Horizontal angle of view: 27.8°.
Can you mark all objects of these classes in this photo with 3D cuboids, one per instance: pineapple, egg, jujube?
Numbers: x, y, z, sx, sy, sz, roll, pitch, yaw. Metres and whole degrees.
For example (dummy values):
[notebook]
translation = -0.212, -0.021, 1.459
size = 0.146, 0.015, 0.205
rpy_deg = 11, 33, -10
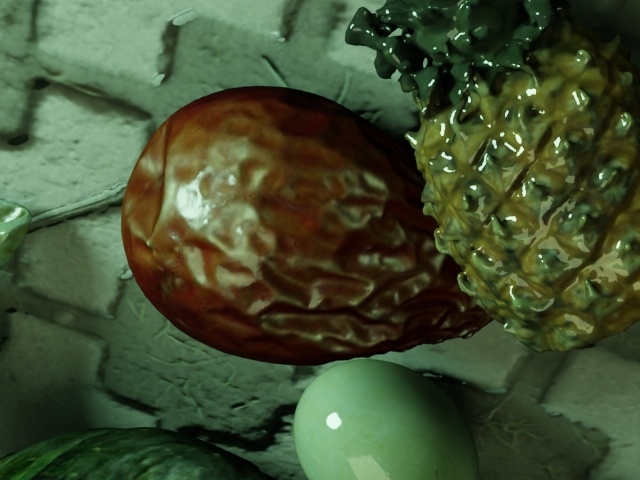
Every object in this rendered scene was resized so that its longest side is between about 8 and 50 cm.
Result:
[pineapple]
translation = 0.090, -0.081, 0.684
size = 0.158, 0.158, 0.279
rpy_deg = -26, 108, 33
[egg]
translation = 0.049, 0.149, 0.923
size = 0.114, 0.114, 0.152
rpy_deg = -31, 117, 36
[jujube]
translation = 0.000, 0.000, 0.783
size = 0.236, 0.168, 0.168
rpy_deg = 17, 137, -23

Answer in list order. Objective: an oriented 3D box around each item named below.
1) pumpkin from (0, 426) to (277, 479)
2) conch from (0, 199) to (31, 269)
[pumpkin]
translation = -0.124, 0.352, 1.004
size = 0.454, 0.344, 0.454
rpy_deg = 21, 131, 27
[conch]
translation = -0.339, 0.107, 0.974
size = 0.203, 0.169, 0.386
rpy_deg = 44, 94, 12
